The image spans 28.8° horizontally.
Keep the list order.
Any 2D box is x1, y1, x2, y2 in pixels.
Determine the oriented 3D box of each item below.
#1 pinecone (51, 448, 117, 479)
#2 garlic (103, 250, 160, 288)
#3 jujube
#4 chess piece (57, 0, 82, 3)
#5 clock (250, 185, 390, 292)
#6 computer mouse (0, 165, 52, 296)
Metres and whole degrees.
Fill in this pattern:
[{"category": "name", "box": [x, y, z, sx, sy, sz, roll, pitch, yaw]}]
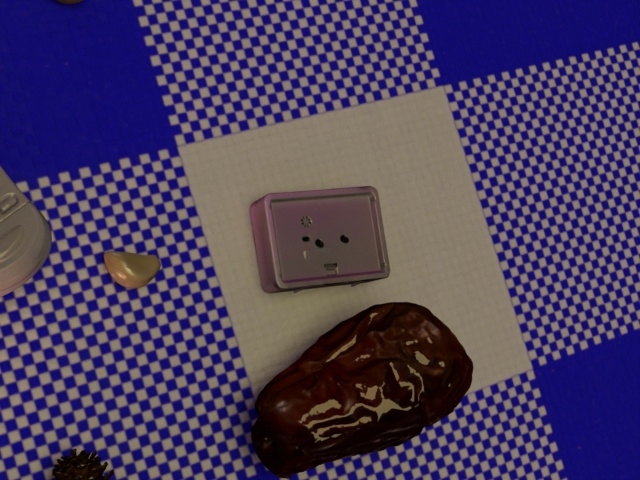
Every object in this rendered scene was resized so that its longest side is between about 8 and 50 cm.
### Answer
[{"category": "pinecone", "box": [-0.316, 0.334, 1.654, 0.102, 0.102, 0.109, -33, 94, -28]}, {"category": "garlic", "box": [-0.266, 0.042, 1.773, 0.083, 0.041, 0.053, 1, 66, -35]}, {"category": "jujube", "box": [0.053, 0.220, 1.811, 0.342, 0.216, 0.216, -29, 94, -24]}, {"category": "chess piece", "box": [-0.366, -0.385, 1.806, 0.084, 0.038, 0.083, 6, 76, -24]}, {"category": "clock", "box": [0.000, 0.000, 1.902, 0.197, 0.063, 0.150, -6, 83, -28]}, {"category": "computer mouse", "box": [-0.486, -0.050, 1.634, 0.297, 0.121, 0.184, 43, 65, 2]}]
